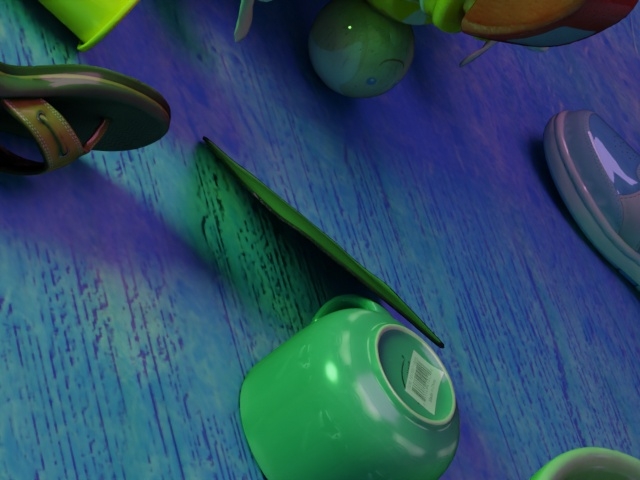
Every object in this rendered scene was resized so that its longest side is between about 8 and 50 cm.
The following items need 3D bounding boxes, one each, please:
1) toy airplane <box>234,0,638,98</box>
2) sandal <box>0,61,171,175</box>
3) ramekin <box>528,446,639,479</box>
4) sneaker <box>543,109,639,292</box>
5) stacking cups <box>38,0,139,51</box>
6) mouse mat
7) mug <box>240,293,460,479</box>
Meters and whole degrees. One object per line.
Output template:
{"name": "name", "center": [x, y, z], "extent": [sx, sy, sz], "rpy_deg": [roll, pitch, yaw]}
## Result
{"name": "toy airplane", "center": [0.041, -0.252, 1.496], "extent": [0.386, 0.272, 0.384], "rpy_deg": [17, 16, -5]}
{"name": "sandal", "center": [-0.183, -0.071, 1.133], "extent": [0.219, 0.090, 0.060], "rpy_deg": [10, 67, -51]}
{"name": "ramekin", "center": [0.178, 0.296, 1.179], "extent": [0.303, 0.148, 0.303], "rpy_deg": [34, 35, -28]}
{"name": "sneaker", "center": [0.365, -0.031, 1.714], "extent": [0.319, 0.208, 0.127], "rpy_deg": [49, 32, -6]}
{"name": "stacking cups", "center": [-0.239, -0.266, 1.240], "extent": [0.316, 0.096, 0.096], "rpy_deg": [44, 31, -16]}
{"name": "mouse mat", "center": [0.000, 0.000, 1.310], "extent": [0.190, 0.007, 0.152], "rpy_deg": [38, 3, -21]}
{"name": "mug", "center": [0.022, 0.097, 1.220], "extent": [0.129, 0.097, 0.157], "rpy_deg": [3, 57, -53]}
